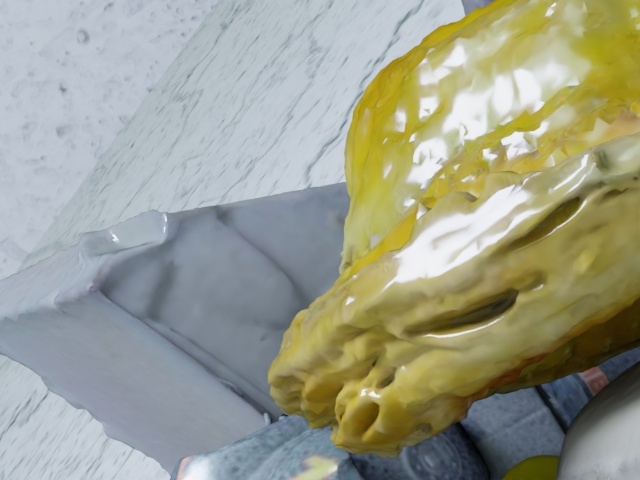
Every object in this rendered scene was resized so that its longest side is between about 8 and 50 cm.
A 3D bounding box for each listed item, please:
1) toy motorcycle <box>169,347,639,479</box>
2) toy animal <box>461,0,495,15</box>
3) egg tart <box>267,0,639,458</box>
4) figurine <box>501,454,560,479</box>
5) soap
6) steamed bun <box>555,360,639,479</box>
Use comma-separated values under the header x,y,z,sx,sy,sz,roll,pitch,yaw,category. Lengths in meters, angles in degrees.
x,y,z,sx,sy,sz,roll,pitch,yaw,category
0.016,0.120,0.783,0.307,0.108,0.173,-19,-20,-39,toy motorcycle
0.136,-0.118,0.844,0.225,0.302,0.284,-53,10,-16,toy animal
0.115,-0.034,0.647,0.319,0.128,0.319,-24,-9,-4,egg tart
0.139,0.094,0.732,0.178,0.109,0.129,-49,-3,-12,figurine
0.000,0.000,1.003,0.302,0.258,0.159,-59,16,-26,soap
0.183,0.068,0.561,0.228,0.131,0.177,-32,0,31,steamed bun
